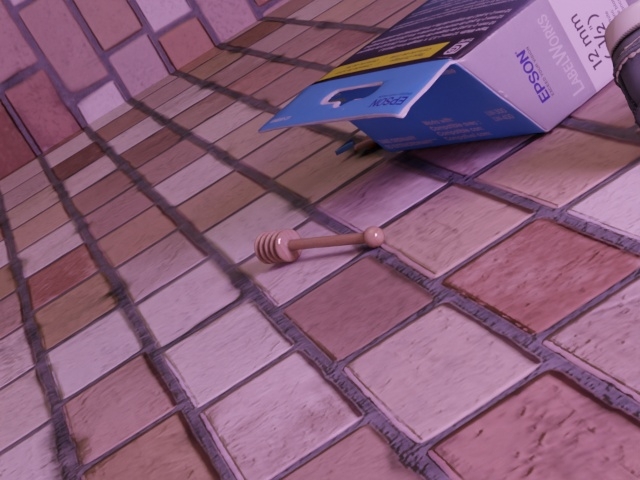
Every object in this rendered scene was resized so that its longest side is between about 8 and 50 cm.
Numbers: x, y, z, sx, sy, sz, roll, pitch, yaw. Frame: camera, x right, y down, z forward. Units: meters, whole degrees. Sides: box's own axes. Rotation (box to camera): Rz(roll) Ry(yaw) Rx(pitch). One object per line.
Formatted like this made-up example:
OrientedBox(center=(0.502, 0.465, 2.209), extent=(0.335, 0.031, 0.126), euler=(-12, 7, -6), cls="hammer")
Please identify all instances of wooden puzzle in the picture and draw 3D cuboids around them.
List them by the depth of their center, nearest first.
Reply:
OrientedBox(center=(0.076, -0.115, 1.600), extent=(0.116, 0.014, 0.078), euler=(-18, 15, 40), cls="wooden puzzle")

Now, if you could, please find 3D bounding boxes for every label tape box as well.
OrientedBox(center=(0.147, -0.162, 1.426), extent=(0.347, 0.115, 0.249), euler=(-40, 18, -25), cls="label tape box")

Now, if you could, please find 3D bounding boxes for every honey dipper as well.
OrientedBox(center=(0.000, 0.000, 1.340), extent=(0.030, 0.030, 0.160), euler=(-41, 20, -34), cls="honey dipper")

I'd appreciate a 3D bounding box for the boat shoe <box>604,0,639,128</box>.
OrientedBox(center=(0.360, -0.151, 1.076), extent=(0.319, 0.116, 0.099), euler=(-18, 62, 20), cls="boat shoe")
